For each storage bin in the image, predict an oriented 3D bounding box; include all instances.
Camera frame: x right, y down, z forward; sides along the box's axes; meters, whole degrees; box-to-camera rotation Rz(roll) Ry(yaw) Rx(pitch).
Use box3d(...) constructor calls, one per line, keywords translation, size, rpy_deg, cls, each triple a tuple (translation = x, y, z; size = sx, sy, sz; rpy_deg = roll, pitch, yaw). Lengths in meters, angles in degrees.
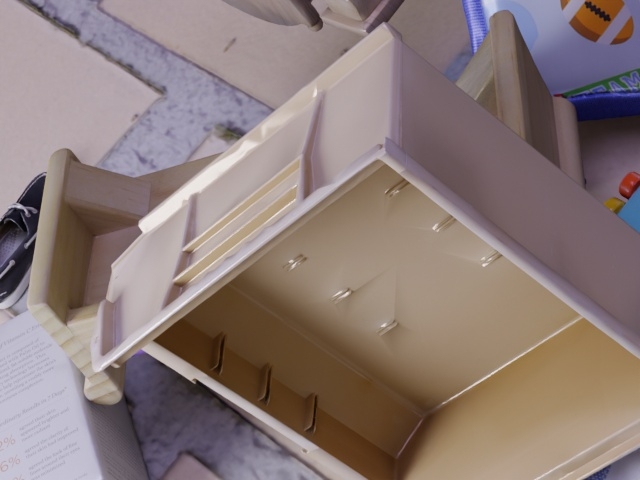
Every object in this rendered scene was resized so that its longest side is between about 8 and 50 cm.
box3d(translation=(0.042, 0.048, 1.069), size=(0.260, 0.262, 0.123), rpy_deg=(-37, 31, 32), cls="storage bin")

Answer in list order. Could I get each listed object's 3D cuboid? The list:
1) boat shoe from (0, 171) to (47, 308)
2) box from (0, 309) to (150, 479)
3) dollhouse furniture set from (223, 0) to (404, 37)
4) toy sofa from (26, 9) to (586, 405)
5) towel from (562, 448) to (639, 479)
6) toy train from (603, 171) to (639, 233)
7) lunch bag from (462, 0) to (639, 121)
box3d(translation=(-0.242, -0.007, 1.452), size=(0.046, 0.038, 0.125), rpy_deg=(12, 65, 33), cls="boat shoe")
box3d(translation=(-0.205, 0.150, 1.292), size=(0.130, 0.091, 0.170), rpy_deg=(-28, 50, 8), cls="box")
box3d(translation=(0.034, -0.275, 1.381), size=(0.355, 0.174, 0.303), rpy_deg=(27, 74, 44), cls="dollhouse furniture set")
box3d(translation=(0.000, 0.000, 1.222), size=(0.363, 0.177, 0.150), rpy_deg=(-15, 46, 17), cls="toy sofa")
box3d(translation=(0.290, 0.113, 1.050), size=(0.285, 0.034, 0.209), rpy_deg=(14, 70, 32), cls="towel")
box3d(translation=(0.239, 0.027, 1.178), size=(0.125, 0.046, 0.166), rpy_deg=(-8, 58, 21), cls="toy train")
box3d(translation=(0.258, -0.280, 1.245), size=(0.328, 0.239, 0.385), rpy_deg=(-5, 84, 23), cls="lunch bag")
